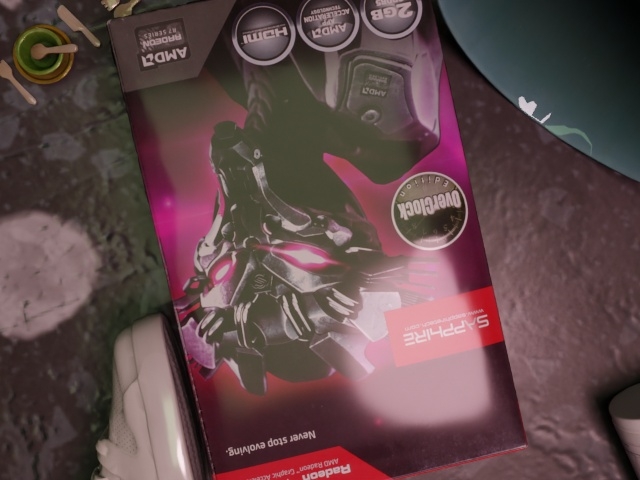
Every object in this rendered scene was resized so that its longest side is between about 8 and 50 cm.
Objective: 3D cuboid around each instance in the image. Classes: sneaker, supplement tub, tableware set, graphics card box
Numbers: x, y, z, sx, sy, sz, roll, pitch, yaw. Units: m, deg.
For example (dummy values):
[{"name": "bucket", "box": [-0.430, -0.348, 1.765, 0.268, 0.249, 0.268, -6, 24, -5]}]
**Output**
[{"name": "sneaker", "box": [-0.167, 0.208, 0.452, 0.169, 0.108, 0.292, -8, 93, -6]}, {"name": "supplement tub", "box": [0.291, 0.176, 0.494, 0.071, 0.071, 0.107, -24, 92, -2]}, {"name": "tableware set", "box": [-0.218, -0.194, 0.481, 0.154, 0.024, 0.104, -44, 93, -1]}, {"name": "graphics card box", "box": [0.000, 0.000, 0.464, 0.233, 0.094, 0.370, -12, 91, -2]}]

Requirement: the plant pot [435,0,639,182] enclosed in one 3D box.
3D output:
[{"name": "plant pot", "box": [0.256, -0.187, 0.368, 0.293, 0.293, 0.235, 35, 92, -3]}]
